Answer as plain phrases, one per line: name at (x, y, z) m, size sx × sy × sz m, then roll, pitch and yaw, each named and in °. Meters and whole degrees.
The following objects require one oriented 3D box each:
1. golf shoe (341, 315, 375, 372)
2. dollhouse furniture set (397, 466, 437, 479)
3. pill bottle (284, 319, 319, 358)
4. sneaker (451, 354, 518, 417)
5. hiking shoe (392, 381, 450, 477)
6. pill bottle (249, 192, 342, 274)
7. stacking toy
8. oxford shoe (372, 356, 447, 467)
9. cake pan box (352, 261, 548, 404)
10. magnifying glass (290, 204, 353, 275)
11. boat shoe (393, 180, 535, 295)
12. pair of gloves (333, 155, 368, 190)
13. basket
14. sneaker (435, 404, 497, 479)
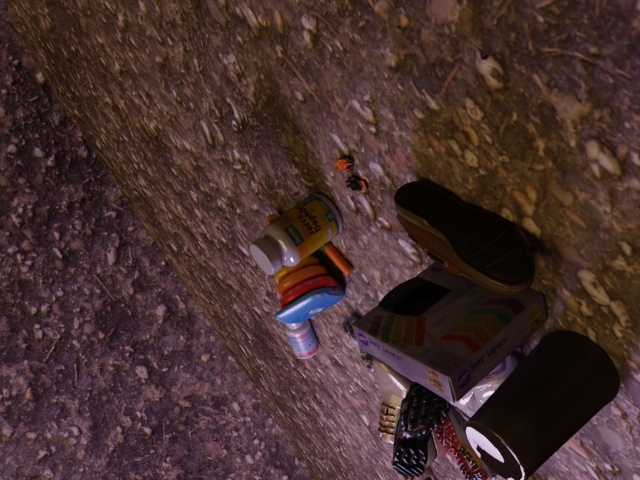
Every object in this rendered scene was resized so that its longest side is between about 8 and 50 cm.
golf shoe at (0.122, 0.282, 1.850) m, size 0.176 × 0.069 × 0.086 m, roll 58°, pitch 177°, yaw -2°
dollhouse furniture set at (0.250, 0.763, 2.117) m, size 0.101 × 0.161 × 0.182 m, roll 60°, pitch 156°, yaw -13°
pill bottle at (-0.066, 0.301, 2.183) m, size 0.087 × 0.087 × 0.160 m, roll 28°, pitch 146°, yaw 47°
sneaker at (0.364, 0.310, 1.365) m, size 0.152 × 0.114 × 0.305 m, roll 40°, pitch 162°, yaw 15°
hiking shoe at (0.236, 0.424, 1.650) m, size 0.132 × 0.113 × 0.304 m, roll -81°, pitch 8°, yaw -70°
pill bottle at (-0.059, -0.012, 1.578) m, size 0.117 × 0.208 × 0.118 m, roll 43°, pitch 155°, yaw 26°
stacking toy at (-0.072, 0.057, 1.812) m, size 0.175 × 0.165 × 0.302 m, roll 9°, pitch -127°, yaw -60°
oxford shoe at (0.216, 0.462, 1.783) m, size 0.140 × 0.146 × 0.397 m, roll 13°, pitch 133°, yaw 59°
cake pan box at (0.224, 0.147, 1.210) m, size 0.267 × 0.245 × 0.070 m, roll 23°, pitch 139°, yaw 53°
magnifying glass at (0.000, 0.000, 1.720) m, size 0.231 × 0.026 × 0.092 m, roll 46°, pitch 156°, yaw 17°
boat shoe at (0.250, 0.006, 1.160) m, size 0.307 × 0.110 × 0.104 m, roll 46°, pitch 162°, yaw 43°
pair of gloves at (0.064, -0.140, 1.420) m, size 0.083 × 0.010 × 0.074 m, roll 58°, pitch 156°, yaw -15°
basket at (0.368, 0.289, 1.149) m, size 0.154 × 0.227 × 0.204 m, roll 45°, pitch 156°, yaw 21°
sneaker at (0.353, 0.481, 1.629) m, size 0.225 × 0.092 × 0.088 m, roll 59°, pitch 146°, yaw 38°
